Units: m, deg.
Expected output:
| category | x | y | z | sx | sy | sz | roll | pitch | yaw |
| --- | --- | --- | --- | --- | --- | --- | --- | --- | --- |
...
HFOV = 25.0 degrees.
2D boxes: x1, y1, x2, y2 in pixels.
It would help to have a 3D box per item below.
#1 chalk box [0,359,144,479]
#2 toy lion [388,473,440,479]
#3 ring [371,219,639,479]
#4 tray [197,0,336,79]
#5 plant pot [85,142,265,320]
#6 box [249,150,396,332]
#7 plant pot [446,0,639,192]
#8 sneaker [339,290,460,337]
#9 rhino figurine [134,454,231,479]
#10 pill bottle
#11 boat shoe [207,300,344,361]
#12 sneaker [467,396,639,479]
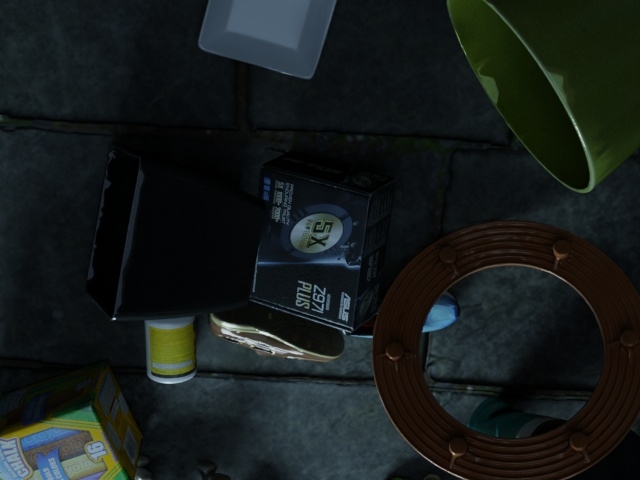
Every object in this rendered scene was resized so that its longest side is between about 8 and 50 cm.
| category | x | y | z | sx | sy | sz | roll | pitch | yaw |
| --- | --- | --- | --- | --- | --- | --- | --- | --- | --- |
| chalk box | -0.353 | 0.262 | 1.842 | 0.213 | 0.132 | 0.132 | -19 | 110 | 6 |
| toy lion | 0.124 | 0.359 | 1.928 | 0.096 | 0.034 | 0.100 | -20 | 110 | 15 |
| ring | 0.227 | 0.127 | 1.718 | 0.337 | 0.032 | 0.336 | -2 | 68 | 6 |
| tray | -0.041 | -0.332 | 1.665 | 0.145 | 0.030 | 0.270 | 15 | 110 | -6 |
| plant pot | -0.168 | -0.002 | 1.704 | 0.167 | 0.187 | 0.188 | 10 | 95 | -20 |
| box | 0.000 | 0.000 | 1.737 | 0.147 | 0.077 | 0.180 | 17 | 113 | 22 |
| plant pot | 0.337 | -0.245 | 1.589 | 0.293 | 0.275 | 0.275 | -33 | 108 | -4 |
| sneaker | 0.095 | 0.101 | 1.805 | 0.162 | 0.073 | 0.063 | -6 | 111 | 3 |
| rhino figurine | -0.234 | 0.344 | 1.903 | 0.243 | 0.073 | 0.106 | 3 | 107 | 9 |
| pill bottle | -0.190 | 0.116 | 1.819 | 0.065 | 0.065 | 0.116 | 0 | 112 | 1 |
| boat shoe | -0.058 | 0.116 | 1.826 | 0.178 | 0.064 | 0.060 | 17 | 141 | -4 |
| sneaker | 0.283 | 0.277 | 1.849 | 0.295 | 0.178 | 0.124 | 22 | 78 | -44 |
